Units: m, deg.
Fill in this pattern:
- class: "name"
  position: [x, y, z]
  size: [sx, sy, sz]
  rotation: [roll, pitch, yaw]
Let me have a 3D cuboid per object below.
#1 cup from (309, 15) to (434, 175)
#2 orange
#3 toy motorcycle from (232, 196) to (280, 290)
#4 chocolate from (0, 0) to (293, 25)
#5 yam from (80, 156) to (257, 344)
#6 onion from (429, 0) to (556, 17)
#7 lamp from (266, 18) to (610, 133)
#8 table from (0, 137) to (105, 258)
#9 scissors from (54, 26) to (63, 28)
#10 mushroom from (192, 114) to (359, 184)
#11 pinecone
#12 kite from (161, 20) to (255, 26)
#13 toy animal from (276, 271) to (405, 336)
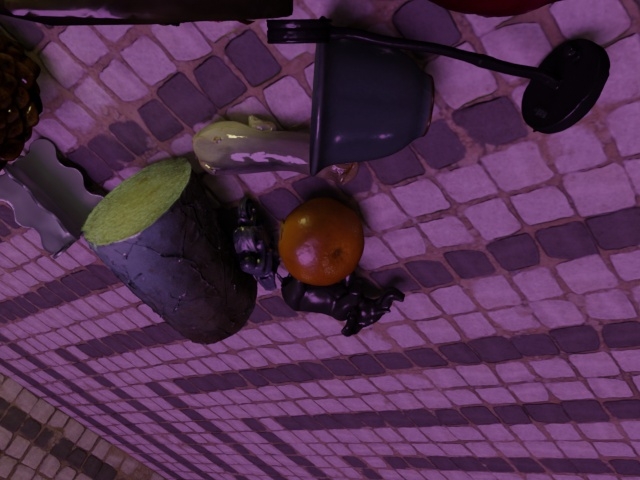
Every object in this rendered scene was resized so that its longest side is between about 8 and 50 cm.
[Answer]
- class: "cup"
  position: [0.065, -0.179, 0.759]
  size: [0.149, 0.199, 0.199]
  rotation: [3, 141, -3]
- class: "orange"
  position: [0.000, 0.000, 1.014]
  size: [0.155, 0.154, 0.134]
  rotation: [53, 175, -32]
- class: "toy motorcycle"
  position: [-0.120, 0.019, 1.107]
  size: [0.061, 0.124, 0.193]
  rotation: [-7, 132, 15]
- class: "chocolate"
  position: [-0.175, -0.359, 0.558]
  size: [0.326, 0.314, 0.297]
  rotation: [22, 118, 46]
- class: "yam"
  position: [-0.261, 0.025, 1.094]
  size: [0.240, 0.241, 0.348]
  rotation: [2, 141, 25]
- class: "onion"
  position: [0.127, -0.337, 0.456]
  size: [0.347, 0.348, 0.385]
  rotation: [39, 174, -19]
- class: "lamp"
  position: [0.128, -0.176, 0.646]
  size: [0.371, 0.130, 0.109]
  rotation: [-2, 111, -16]
- class: "table"
  position: [-0.550, -0.088, 1.190]
  size: [0.166, 0.166, 0.198]
  rotation: [-21, 116, 42]
- class: "scissors"
  position: [-0.311, -0.369, 0.790]
  size: [0.317, 0.024, 0.160]
  rotation: [6, 113, 18]
- class: "mushroom"
  position: [-0.074, -0.137, 0.928]
  size: [0.277, 0.099, 0.096]
  rotation: [7, 145, 15]
- class: "pinecone"
  position: [-0.629, -0.221, 0.962]
  size: [0.295, 0.298, 0.242]
  rotation: [21, 140, 26]
- class: "kite"
  position: [-0.171, -0.269, 0.720]
  size: [0.189, 0.232, 0.009]
  rotation: [7, 115, 13]
- class: "toy animal"
  position: [0.037, 0.096, 1.137]
  size: [0.245, 0.115, 0.146]
  rotation: [21, 133, 12]
